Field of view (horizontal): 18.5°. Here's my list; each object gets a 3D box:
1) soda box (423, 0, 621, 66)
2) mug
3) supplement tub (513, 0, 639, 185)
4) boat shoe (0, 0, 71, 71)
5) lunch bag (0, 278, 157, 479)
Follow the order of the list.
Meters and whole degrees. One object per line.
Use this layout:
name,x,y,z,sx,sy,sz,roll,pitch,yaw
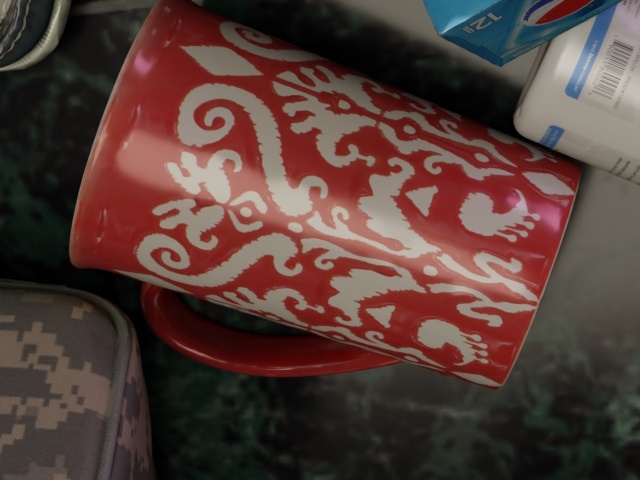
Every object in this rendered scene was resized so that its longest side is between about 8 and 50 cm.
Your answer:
soda box,0.039,-0.171,0.680,0.071,0.067,0.210,-29,74,18
mug,0.003,-0.009,0.763,0.169,0.150,0.113,19,71,3
supplement tub,0.131,-0.051,0.720,0.107,0.071,0.071,23,108,0
boat shoe,-0.156,-0.185,0.751,0.095,0.079,0.254,-5,103,14
lunch bag,-0.205,0.163,0.769,0.305,0.212,0.256,1,133,1
